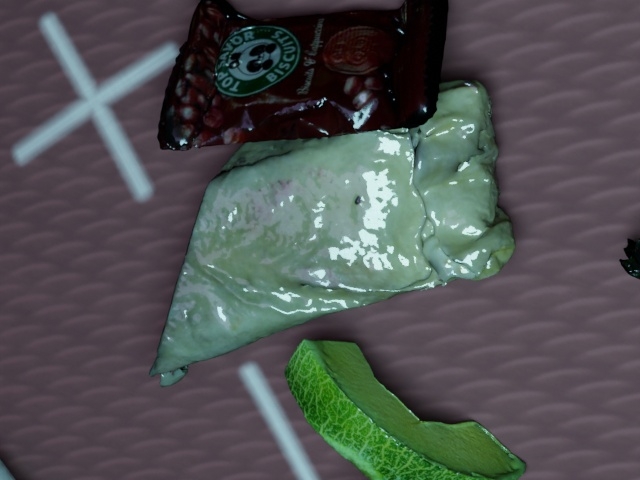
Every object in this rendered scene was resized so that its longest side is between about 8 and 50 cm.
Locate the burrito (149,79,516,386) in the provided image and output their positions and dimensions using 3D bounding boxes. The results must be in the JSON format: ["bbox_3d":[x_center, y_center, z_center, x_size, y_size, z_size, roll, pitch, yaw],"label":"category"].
[{"bbox_3d":[-0.004,-0.012,1.087,0.347,0.107,0.175,-20,77,20],"label":"burrito"}]

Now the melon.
[{"bbox_3d":[0.062,0.156,1.081,0.209,0.118,0.064,40,117,6],"label":"melon"}]

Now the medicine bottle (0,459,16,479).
[{"bbox_3d":[-0.274,0.324,1.218,0.147,0.147,0.247,-37,86,21],"label":"medicine bottle"}]

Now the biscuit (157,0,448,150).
[{"bbox_3d":[-0.011,-0.139,1.054,0.235,0.151,0.063,0,139,18],"label":"biscuit"}]

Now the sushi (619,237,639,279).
[{"bbox_3d":[0.273,0.002,0.997,0.056,0.083,0.085,47,109,6],"label":"sushi"}]
